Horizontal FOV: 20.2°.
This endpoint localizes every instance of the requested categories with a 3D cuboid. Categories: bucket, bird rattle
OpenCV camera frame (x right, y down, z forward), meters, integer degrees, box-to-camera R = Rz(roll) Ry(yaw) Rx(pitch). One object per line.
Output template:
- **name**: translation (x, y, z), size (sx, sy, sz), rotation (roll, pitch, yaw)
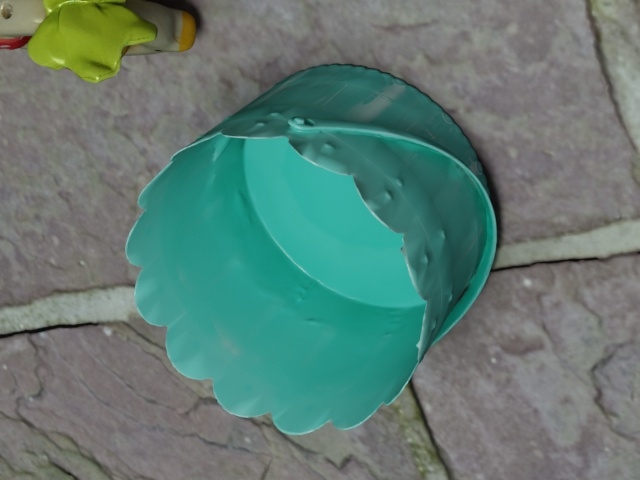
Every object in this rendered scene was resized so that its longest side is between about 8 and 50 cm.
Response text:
- **bucket**: translation (0.000, 0.000, 1.474), size (0.281, 0.183, 0.281), rotation (15, 126, 22)
- **bird rattle**: translation (-0.222, -0.174, 1.488), size (0.253, 0.207, 0.143), rotation (-9, 80, 36)
